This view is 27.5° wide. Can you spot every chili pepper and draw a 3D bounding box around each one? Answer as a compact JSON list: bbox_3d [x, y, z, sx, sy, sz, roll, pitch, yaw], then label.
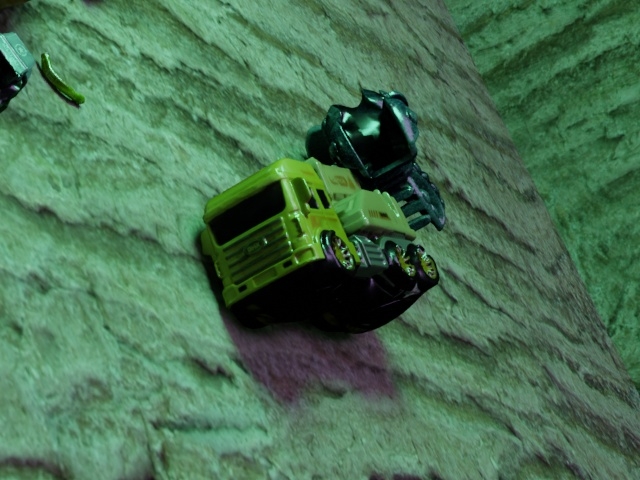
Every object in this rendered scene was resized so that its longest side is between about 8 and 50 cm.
[{"bbox_3d":[-0.335,-0.205,1.686,0.083,0.017,0.030,48,24,-26],"label":"chili pepper"}]

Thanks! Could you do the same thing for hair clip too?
[{"bbox_3d":[0.101,-0.133,2.173,0.206,0.194,0.310,58,-6,38],"label":"hair clip"}]

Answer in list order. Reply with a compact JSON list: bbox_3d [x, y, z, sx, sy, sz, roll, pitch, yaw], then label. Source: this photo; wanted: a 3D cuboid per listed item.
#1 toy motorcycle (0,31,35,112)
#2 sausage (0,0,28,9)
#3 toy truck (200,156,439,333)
[{"bbox_3d":[-0.424,-0.263,1.467,0.274,0.125,0.187,56,32,-7],"label":"toy motorcycle"},{"bbox_3d":[-0.376,-0.456,1.576,0.233,0.233,0.287,-89,158,-53],"label":"sausage"},{"bbox_3d":[0.000,0.000,1.868,0.405,0.181,0.254,7,55,-61],"label":"toy truck"}]
